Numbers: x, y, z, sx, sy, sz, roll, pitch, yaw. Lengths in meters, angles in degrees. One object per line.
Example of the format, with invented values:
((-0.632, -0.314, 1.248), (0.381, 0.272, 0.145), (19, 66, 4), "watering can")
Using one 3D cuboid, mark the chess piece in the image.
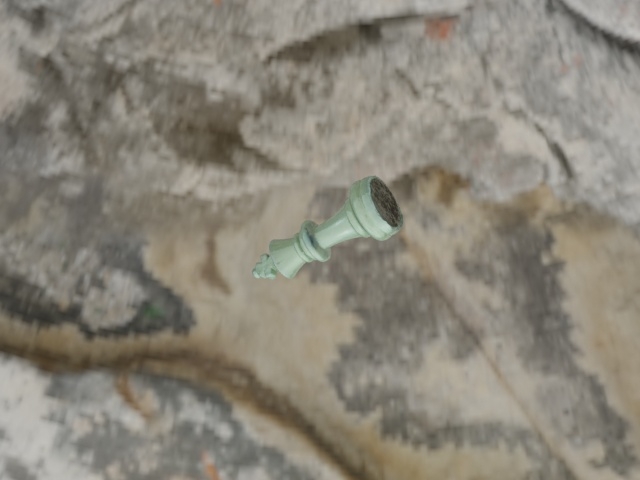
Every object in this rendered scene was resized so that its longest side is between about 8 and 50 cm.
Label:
((0.000, 0.000, 1.701), (0.149, 0.059, 0.059), (-31, 112, 24), "chess piece")
